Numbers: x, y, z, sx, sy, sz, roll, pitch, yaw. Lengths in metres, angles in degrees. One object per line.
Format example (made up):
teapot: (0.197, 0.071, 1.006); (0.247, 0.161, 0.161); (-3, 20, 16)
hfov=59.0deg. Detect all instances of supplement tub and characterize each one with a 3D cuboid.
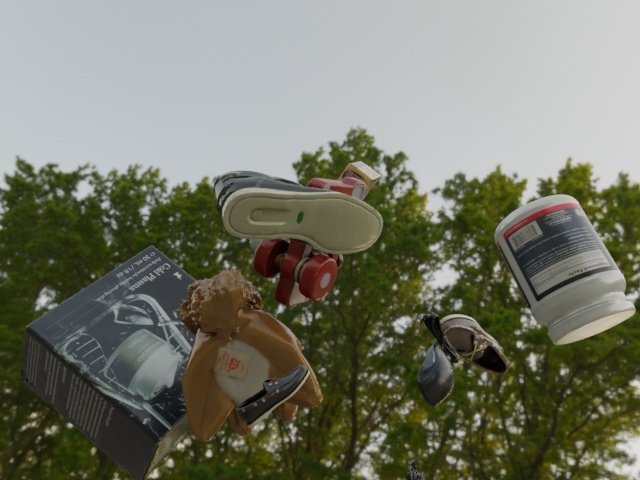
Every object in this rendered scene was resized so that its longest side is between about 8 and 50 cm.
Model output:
supplement tub: (0.504, 0.060, 1.181); (0.191, 0.272, 0.191); (-15, -26, -8)

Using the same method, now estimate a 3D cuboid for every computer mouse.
computer mouse: (0.291, 0.282, 1.418); (0.060, 0.262, 0.184); (-27, -85, 30)

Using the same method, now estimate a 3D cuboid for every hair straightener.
hair straightener: (0.225, 0.584, 1.376); (0.047, 0.089, 0.230); (-28, -24, 9)

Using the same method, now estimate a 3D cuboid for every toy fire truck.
toy fire truck: (0.000, 0.000, 1.293); (0.169, 0.254, 0.302); (22, -76, 30)

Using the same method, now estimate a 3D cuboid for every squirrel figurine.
squirrel figurine: (-0.174, 0.253, 1.357); (0.281, 0.396, 0.370); (-25, -10, 1)

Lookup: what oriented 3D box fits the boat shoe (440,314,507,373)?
boat shoe: (0.479, 0.330, 1.765); (0.116, 0.096, 0.324); (-44, -52, 15)

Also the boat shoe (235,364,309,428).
boat shoe: (-0.076, 0.245, 0.915); (0.042, 0.133, 0.049); (54, -10, -6)

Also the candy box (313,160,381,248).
candy box: (0.047, -0.085, 1.694); (0.088, 0.183, 0.316); (37, -74, 5)

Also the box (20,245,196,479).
box: (-0.518, 0.345, 1.680); (0.472, 0.480, 0.297); (38, -50, 7)

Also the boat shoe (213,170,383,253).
boat shoe: (-0.021, -0.039, 0.708); (0.233, 0.079, 0.084); (10, -66, -33)

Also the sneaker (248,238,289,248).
sneaker: (-0.185, -0.074, 1.857); (0.151, 0.255, 0.094); (-6, -47, -3)
